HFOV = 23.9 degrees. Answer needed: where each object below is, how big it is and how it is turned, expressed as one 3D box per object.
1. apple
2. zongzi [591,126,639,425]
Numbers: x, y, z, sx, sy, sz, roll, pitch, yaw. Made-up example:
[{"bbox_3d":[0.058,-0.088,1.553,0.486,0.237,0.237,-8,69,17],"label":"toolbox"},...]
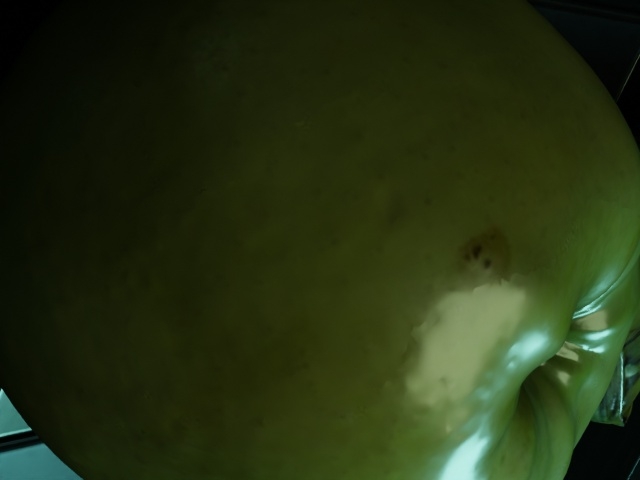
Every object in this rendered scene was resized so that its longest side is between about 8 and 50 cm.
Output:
[{"bbox_3d":[0.000,0.000,0.583,0.262,0.262,0.262,-38,147,-30],"label":"apple"},{"bbox_3d":[0.191,-0.053,0.950,0.289,0.123,0.260,-57,151,-18],"label":"zongzi"}]
